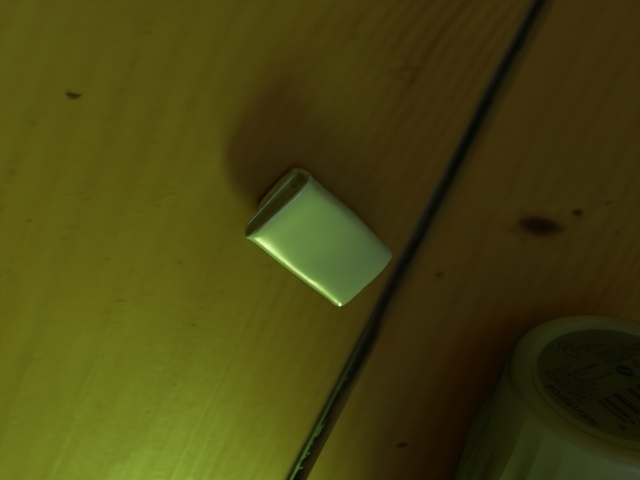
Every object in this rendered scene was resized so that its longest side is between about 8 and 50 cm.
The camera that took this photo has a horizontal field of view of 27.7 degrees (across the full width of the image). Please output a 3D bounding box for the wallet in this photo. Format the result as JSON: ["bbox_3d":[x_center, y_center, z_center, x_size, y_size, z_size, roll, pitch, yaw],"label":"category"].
[{"bbox_3d":[0.000,0.000,0.910,0.061,0.025,0.122,-48,138,2],"label":"wallet"}]

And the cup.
[{"bbox_3d":[0.227,0.268,1.137,0.253,0.253,0.371,-12,126,-31],"label":"cup"}]
